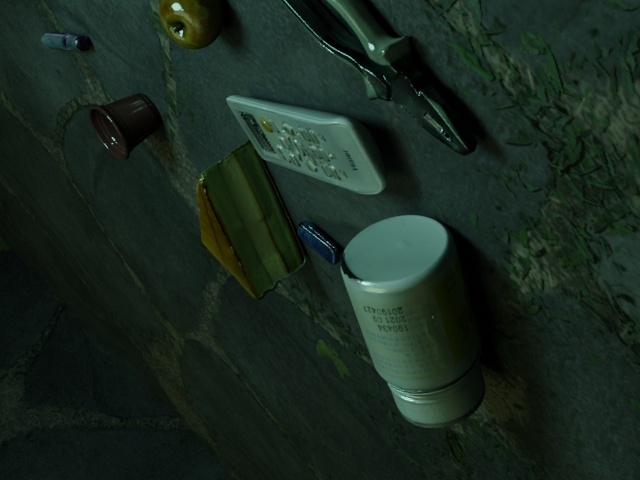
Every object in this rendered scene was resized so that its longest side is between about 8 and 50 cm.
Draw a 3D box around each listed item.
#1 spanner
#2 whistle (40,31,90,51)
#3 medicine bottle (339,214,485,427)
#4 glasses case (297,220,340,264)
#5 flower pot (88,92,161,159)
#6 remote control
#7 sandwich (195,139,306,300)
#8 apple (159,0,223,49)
[{"bbox_3d":[0.051,-0.206,1.107,0.325,0.040,0.095,47,156,17],"label":"spanner"},{"bbox_3d":[-0.468,-0.365,1.877,0.176,0.033,0.033,18,138,53],"label":"whistle"},{"bbox_3d":[0.123,0.106,1.283,0.143,0.143,0.258,28,145,46],"label":"medicine bottle"},{"bbox_3d":[0.000,0.000,1.519,0.083,0.023,0.033,39,145,27],"label":"glasses case"},{"bbox_3d":[-0.333,-0.207,1.772,0.111,0.089,0.111,41,153,25],"label":"flower pot"},{"bbox_3d":[-0.017,-0.137,1.328,0.313,0.055,0.109,24,151,57],"label":"remote control"},{"bbox_3d":[-0.100,-0.031,1.548,0.144,0.117,0.187,41,152,22],"label":"sandwich"},{"bbox_3d":[-0.168,-0.297,1.350,0.089,0.074,0.089,39,153,25],"label":"apple"}]
